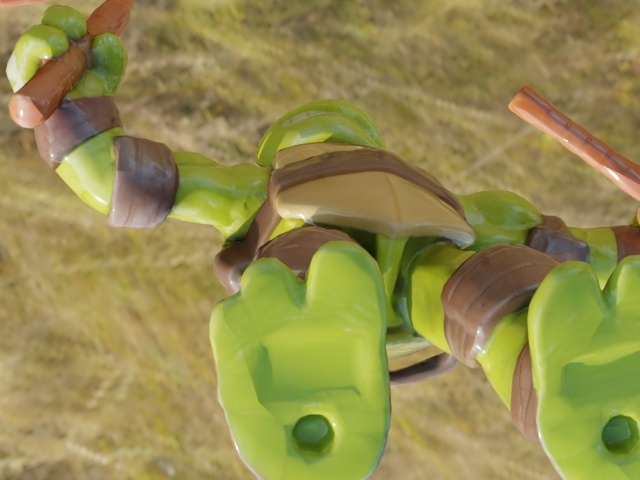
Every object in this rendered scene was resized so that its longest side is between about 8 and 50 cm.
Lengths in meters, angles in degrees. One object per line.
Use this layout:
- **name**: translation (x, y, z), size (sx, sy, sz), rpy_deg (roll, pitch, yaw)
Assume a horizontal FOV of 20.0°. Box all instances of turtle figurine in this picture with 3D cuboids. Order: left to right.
- **turtle figurine**: translation (0.000, 0.000, 0.495), size (0.269, 0.217, 0.087), rpy_deg (16, 105, -13)
